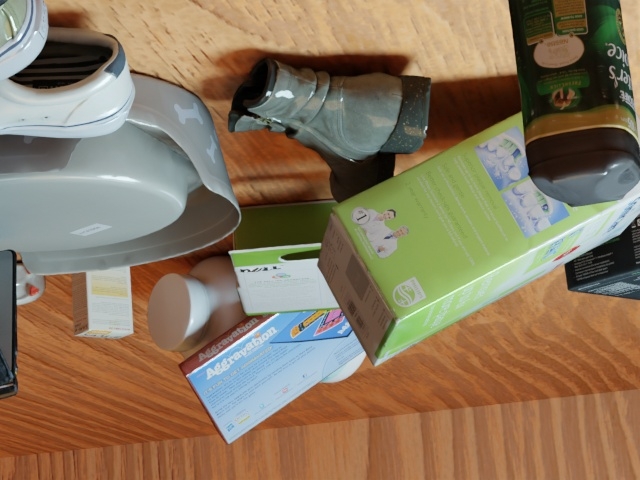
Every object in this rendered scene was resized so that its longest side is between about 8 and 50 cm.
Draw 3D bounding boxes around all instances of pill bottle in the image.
[{"bbox_3d":[-0.076,0.096,2.090,0.264,0.146,0.146,7,162,-38],"label":"pill bottle"}]

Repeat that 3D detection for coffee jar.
[{"bbox_3d":[0.181,-0.119,1.235,0.079,0.184,0.096,-9,166,17],"label":"coffee jar"}]

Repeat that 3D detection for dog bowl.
[{"bbox_3d":[-0.245,-0.057,1.522,0.349,0.102,0.349,-4,167,-1],"label":"dog bowl"}]

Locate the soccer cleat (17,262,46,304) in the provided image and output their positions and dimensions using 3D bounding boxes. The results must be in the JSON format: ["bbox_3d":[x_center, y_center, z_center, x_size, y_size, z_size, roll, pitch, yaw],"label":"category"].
[{"bbox_3d":[-0.418,0.059,2.006,0.196,0.068,0.076,-2,169,-23],"label":"soccer cleat"}]

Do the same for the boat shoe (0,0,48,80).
[{"bbox_3d":[-0.339,-0.123,1.206,0.302,0.109,0.094,-25,156,10],"label":"boat shoe"}]

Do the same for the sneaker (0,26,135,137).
[{"bbox_3d":[-0.270,-0.127,1.303,0.258,0.094,0.091,-6,148,-11],"label":"sneaker"}]

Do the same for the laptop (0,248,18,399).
[{"bbox_3d":[-0.445,0.038,1.322,0.382,0.236,0.408,-12,-155,-4],"label":"laptop"}]

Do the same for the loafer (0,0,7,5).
[{"bbox_3d":[-0.296,-0.179,1.068,0.223,0.076,0.078,6,171,-23],"label":"loafer"}]

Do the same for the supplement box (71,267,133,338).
[{"bbox_3d":[-0.253,0.062,1.995,0.062,0.098,0.036,8,161,-39],"label":"supplement box"}]

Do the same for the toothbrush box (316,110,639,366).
[{"bbox_3d":[0.151,-0.017,1.569,0.283,0.122,0.206,-28,169,-12],"label":"toothbrush box"}]

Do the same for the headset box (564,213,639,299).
[{"bbox_3d":[0.433,-0.021,1.819,0.283,0.131,0.246,8,161,-42],"label":"headset box"}]

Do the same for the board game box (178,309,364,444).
[{"bbox_3d":[-0.022,0.114,2.016,0.281,0.027,0.145,-34,137,-9],"label":"board game box"}]

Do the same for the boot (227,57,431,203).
[{"bbox_3d":[-0.006,-0.101,1.516,0.161,0.083,0.246,9,162,-9],"label":"boot"}]

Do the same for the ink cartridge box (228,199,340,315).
[{"bbox_3d":[0.000,0.000,1.845,0.189,0.097,0.255,-4,163,0],"label":"ink cartridge box"}]
